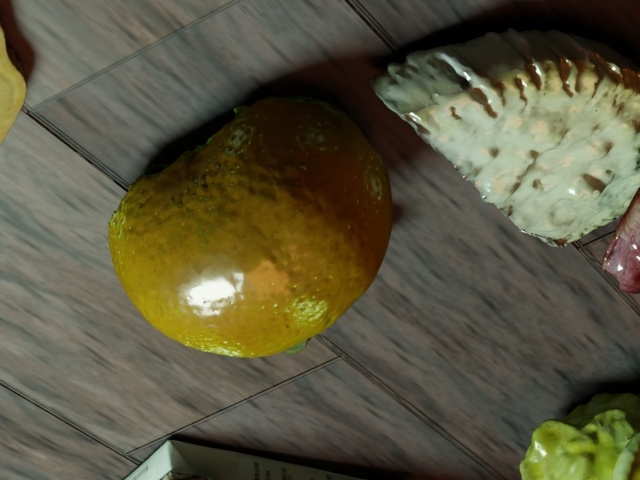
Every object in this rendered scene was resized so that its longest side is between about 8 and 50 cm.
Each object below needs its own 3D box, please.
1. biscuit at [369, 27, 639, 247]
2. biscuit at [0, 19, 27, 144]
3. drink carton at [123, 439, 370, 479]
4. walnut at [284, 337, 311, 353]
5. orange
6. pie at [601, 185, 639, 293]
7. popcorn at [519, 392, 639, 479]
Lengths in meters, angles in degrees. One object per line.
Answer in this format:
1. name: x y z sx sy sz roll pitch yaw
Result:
1. biscuit: 0.179 -0.087 1.568 0.179 0.084 0.281 -32 141 26
2. biscuit: -0.286 -0.119 1.412 0.142 0.029 0.221 -12 147 -1
3. drink carton: -0.065 0.324 2.049 0.324 0.132 0.194 15 138 -33
4. walnut: -0.037 0.061 1.719 0.092 0.092 0.092 -9 146 -6
5. orange: -0.052 0.005 1.554 0.237 0.158 0.179 -28 134 26
6. pie: 0.304 -0.048 1.614 0.204 0.054 0.219 -38 161 -44
7. popcorn: 0.314 0.258 2.002 0.181 0.217 0.235 -45 128 9
